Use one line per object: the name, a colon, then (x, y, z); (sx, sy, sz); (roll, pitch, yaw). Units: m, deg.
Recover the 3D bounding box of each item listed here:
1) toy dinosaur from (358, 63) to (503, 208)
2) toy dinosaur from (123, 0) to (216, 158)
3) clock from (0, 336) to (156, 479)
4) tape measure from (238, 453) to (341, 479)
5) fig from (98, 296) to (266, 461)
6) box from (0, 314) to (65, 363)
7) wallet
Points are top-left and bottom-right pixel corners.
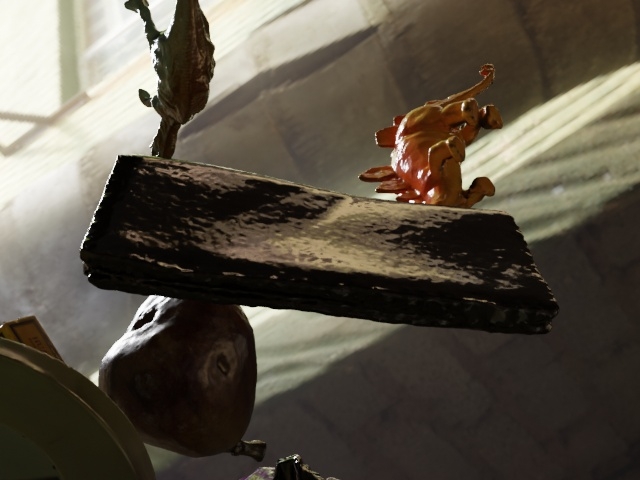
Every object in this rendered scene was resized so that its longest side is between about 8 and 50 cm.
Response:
toy dinosaur: (0.092, -0.078, 0.786); (0.070, 0.117, 0.288); (54, -149, -23)
toy dinosaur: (-0.186, -0.276, 1.212); (0.092, 0.393, 0.205); (-3, -119, -28)
clock: (-0.227, 0.168, 0.635); (0.235, 0.235, 0.029); (54, -159, -13)
tape measure: (-0.042, 0.271, 0.594); (0.231, 0.149, 0.245); (-43, -43, -67)
fig: (-0.123, 0.163, 0.963); (0.170, 0.146, 0.274); (-66, -33, -34)
box: (-0.523, 0.283, 1.454); (0.192, 0.301, 0.084); (55, -162, 9)
wallet: (0.000, 0.001, 0.509); (0.124, 0.245, 0.025); (-94, 12, -59)
